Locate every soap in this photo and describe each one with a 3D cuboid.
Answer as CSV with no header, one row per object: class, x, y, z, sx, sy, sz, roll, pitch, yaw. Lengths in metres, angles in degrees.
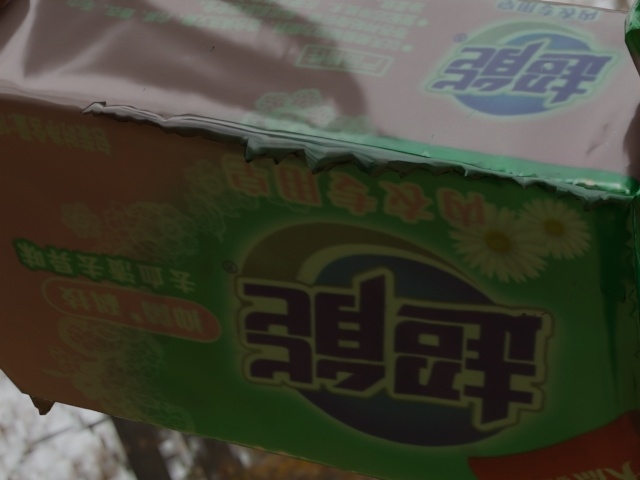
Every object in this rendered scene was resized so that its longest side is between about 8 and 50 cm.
soap,0.001,-0.002,0.646,0.098,0.273,0.218,-61,-30,-35
